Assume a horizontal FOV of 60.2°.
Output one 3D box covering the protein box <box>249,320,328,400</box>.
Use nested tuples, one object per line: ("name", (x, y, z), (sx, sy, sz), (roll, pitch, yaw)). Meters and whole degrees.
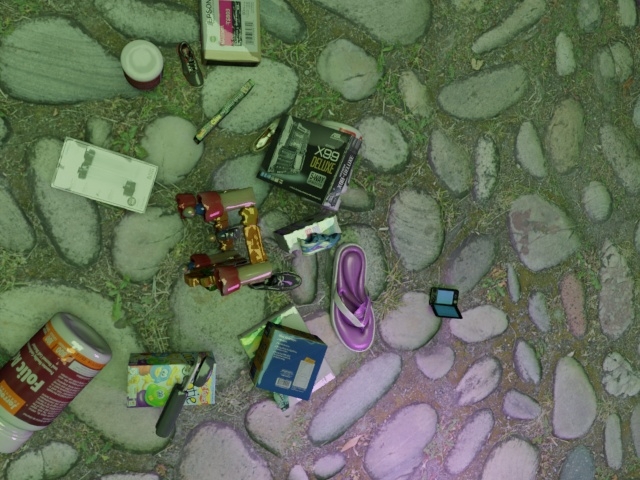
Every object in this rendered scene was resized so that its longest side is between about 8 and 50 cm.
("protein box", (-0.112, 0.410, 1.892), (0.200, 0.136, 0.201), (20, 89, -16))

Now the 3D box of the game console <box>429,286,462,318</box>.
("game console", (0.494, 0.243, 2.148), (0.122, 0.071, 0.107), (7, 93, -17))

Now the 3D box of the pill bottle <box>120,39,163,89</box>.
("pill bottle", (-0.548, -0.532, 1.703), (0.121, 0.216, 0.121), (-1, 94, -17))

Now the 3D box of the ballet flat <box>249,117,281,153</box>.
("ballet flat", (-0.175, -0.361, 1.912), (0.057, 0.052, 0.168), (44, 82, -13))

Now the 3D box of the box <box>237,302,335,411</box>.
("box", (-0.120, 0.421, 1.990), (0.232, 0.058, 0.322), (-32, 101, -12))

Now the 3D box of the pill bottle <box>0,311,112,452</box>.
("pill bottle", (-0.858, 0.431, 1.687), (0.224, 0.224, 0.392), (44, 81, -15))

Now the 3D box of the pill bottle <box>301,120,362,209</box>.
("pill bottle", (0.033, -0.258, 1.926), (0.161, 0.161, 0.283), (17, 90, -17))

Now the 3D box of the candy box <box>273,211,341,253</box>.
("candy box", (-0.048, -0.030, 1.918), (0.196, 0.165, 0.070), (-22, 102, -13))

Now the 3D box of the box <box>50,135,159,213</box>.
("box", (-0.681, -0.204, 1.759), (0.290, 0.087, 0.169), (16, 90, -17))

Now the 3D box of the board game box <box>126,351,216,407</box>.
("board game box", (-0.495, 0.460, 1.838), (0.276, 0.142, 0.144), (2, 94, -16))

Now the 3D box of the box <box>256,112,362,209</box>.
("box", (-0.042, -0.266, 1.832), (0.077, 0.308, 0.242), (18, 97, -56))

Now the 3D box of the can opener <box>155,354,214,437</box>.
("can opener", (-0.431, 0.491, 1.746), (0.093, 0.074, 0.280), (30, 87, -17))

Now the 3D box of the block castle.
("block castle", (-0.332, -0.006, 1.694), (0.213, 0.453, 0.302), (-15, 100, -22))

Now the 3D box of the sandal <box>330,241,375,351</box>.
("sandal", (0.119, 0.216, 2.019), (0.170, 0.102, 0.416), (-11, 98, -15))

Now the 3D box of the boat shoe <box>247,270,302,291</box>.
("boat shoe", (-0.159, 0.149, 1.952), (0.206, 0.065, 0.075), (2, 94, -17))

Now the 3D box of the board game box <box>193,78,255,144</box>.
("board game box", (-0.320, -0.422, 1.822), (0.030, 0.136, 0.259), (44, 81, -12))

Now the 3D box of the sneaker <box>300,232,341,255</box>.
("sneaker", (0.000, 0.000, 1.821), (0.144, 0.053, 0.059), (-22, 109, -15))

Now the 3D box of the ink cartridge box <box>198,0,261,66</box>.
("ink cartridge box", (-0.299, -0.704, 1.830), (0.193, 0.088, 0.234), (-4, 96, -17))

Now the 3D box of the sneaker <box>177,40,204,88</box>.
("sneaker", (-0.430, -0.578, 1.813), (0.061, 0.065, 0.157), (-26, 101, -13))
